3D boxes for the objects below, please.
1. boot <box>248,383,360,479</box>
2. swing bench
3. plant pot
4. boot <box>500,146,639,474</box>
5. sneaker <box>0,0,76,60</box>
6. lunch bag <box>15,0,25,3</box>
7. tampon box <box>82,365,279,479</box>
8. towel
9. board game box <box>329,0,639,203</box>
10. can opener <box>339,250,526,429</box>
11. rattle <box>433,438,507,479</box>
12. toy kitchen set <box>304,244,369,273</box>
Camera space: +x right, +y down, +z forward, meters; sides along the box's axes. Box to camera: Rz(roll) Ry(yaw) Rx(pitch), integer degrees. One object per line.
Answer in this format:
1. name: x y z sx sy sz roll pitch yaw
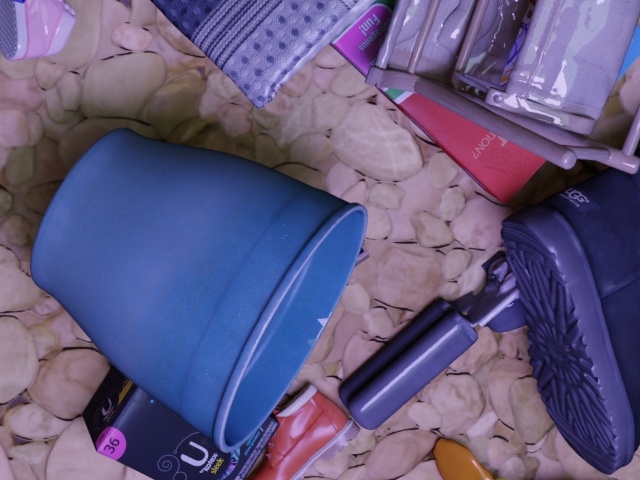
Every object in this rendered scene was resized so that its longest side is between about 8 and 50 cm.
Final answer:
1. boot: -0.042 0.229 1.879 0.158 0.059 0.084 -42 97 4
2. swing bench: 0.214 -0.227 1.648 0.165 0.255 0.253 0 113 -56
3. plant pot: -0.131 0.026 1.647 0.255 0.271 0.271 29 99 11
4. boot: 0.438 0.017 1.870 0.445 0.146 0.367 -31 129 -18
5. sneaker: -0.276 -0.242 1.647 0.070 0.051 0.134 -5 97 -39
6. lunch bag: -0.308 -0.308 1.563 0.129 0.096 0.151 19 94 10
7. tampon box: -0.149 0.190 1.799 0.161 0.101 0.120 29 97 -23
8. towel: -0.049 -0.343 1.600 0.324 0.056 0.312 -45 85 5
9. board game box: 0.162 -0.228 1.777 0.316 0.064 0.242 40 93 -25
10. can opener: 0.155 0.116 1.885 0.283 0.076 0.095 -42 114 0
11. rattle: 0.242 0.283 1.994 0.200 0.143 0.130 -21 146 -26
12. toy kitchen set: 0.000 0.000 1.805 0.075 0.083 0.068 -33 73 -5
